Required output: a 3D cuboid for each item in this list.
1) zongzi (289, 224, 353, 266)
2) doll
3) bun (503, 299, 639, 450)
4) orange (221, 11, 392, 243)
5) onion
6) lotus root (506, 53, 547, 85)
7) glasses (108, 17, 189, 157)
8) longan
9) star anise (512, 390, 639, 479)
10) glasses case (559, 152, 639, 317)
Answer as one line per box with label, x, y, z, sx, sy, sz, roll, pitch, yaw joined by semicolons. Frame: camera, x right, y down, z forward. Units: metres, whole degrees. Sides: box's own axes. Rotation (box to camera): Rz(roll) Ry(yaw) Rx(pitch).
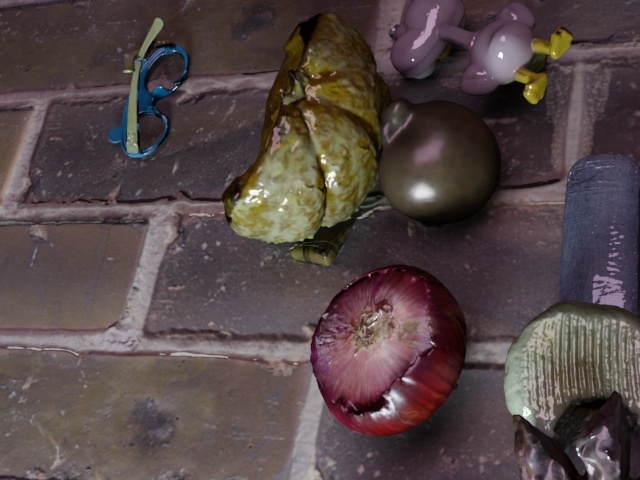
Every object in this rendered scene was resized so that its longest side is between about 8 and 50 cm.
zongzi;0.000;0.000;1.778;0.076;0.040;0.083;9;54;35
doll;0.221;-0.306;1.784;0.365;0.094;0.160;26;86;54
bun;0.338;0.182;1.462;0.212;0.126;0.204;18;77;21
orange;-0.006;-0.150;1.751;0.210;0.271;0.369;23;66;-12
onion;0.095;0.152;1.572;0.248;0.161;0.248;-15;46;16
lotus root;0.305;-0.271;1.788;0.099;0.054;0.049;-32;39;10
glasses;-0.288;-0.271;1.996;0.102;0.207;0.239;18;68;-8
longan;0.164;-0.120;1.679;0.185;0.204;0.159;-43;11;-19
star anise;0.320;0.338;1.342;0.331;0.117;0.332;-1;87;15
glasses case;0.385;0.006;1.584;0.109;0.067;0.282;-6;63;26
